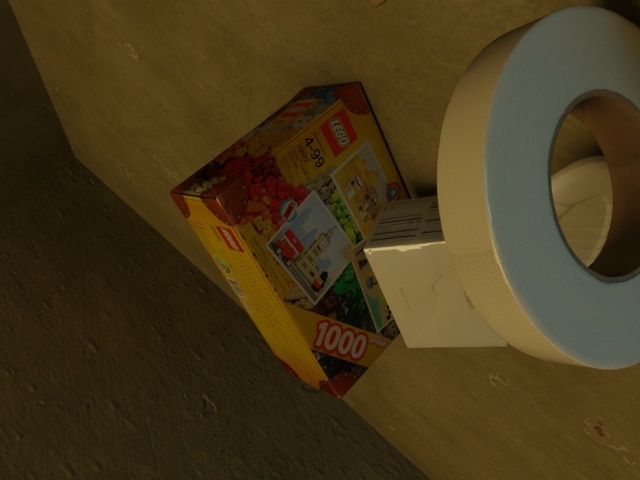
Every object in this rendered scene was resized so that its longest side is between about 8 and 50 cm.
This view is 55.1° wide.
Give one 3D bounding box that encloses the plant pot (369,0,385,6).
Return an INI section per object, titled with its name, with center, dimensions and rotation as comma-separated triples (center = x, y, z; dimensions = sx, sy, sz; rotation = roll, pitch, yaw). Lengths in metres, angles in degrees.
[plant pot]
center = 0.089, -0.395, 0.856
dimensions = 0.109, 0.109, 0.096
rotation = 47, 167, 0

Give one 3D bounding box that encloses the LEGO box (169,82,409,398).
[LEGO box]
center = 0.000, 0.000, 1.245
dimensions = 0.193, 0.372, 0.500
rotation = 12, 138, 51

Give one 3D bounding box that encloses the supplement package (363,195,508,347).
[supplement package]
center = 0.233, 0.060, 1.153
dimensions = 0.204, 0.145, 0.262
rotation = -6, 127, 29

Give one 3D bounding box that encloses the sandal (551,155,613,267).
[sandal]
center = 0.373, 0.015, 0.983
dimensions = 0.416, 0.169, 0.102
rotation = 78, -178, -48

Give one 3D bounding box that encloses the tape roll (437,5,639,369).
[tape roll]
center = 0.297, -0.055, 0.680
dimensions = 0.392, 0.392, 0.072
rotation = 55, 153, -17
